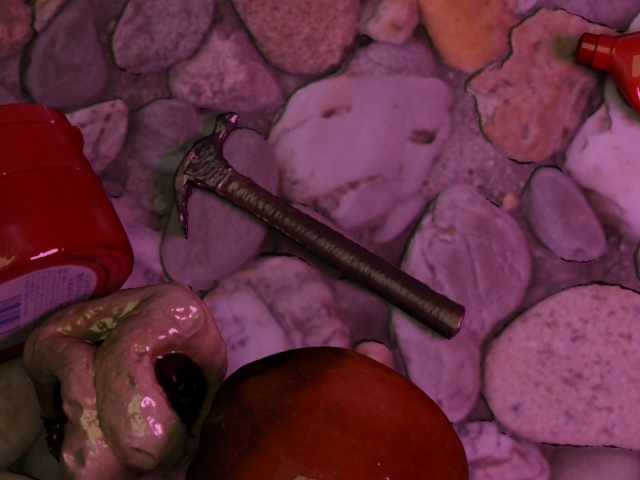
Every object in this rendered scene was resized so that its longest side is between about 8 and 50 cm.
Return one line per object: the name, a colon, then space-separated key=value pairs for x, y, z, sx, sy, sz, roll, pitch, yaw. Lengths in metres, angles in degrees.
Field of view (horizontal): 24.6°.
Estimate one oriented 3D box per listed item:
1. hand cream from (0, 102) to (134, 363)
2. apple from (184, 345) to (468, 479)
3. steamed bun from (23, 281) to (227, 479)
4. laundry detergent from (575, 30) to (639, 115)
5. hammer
hand cream: x=-0.280 y=0.003 z=1.231 sx=0.230 sy=0.230 sz=0.149 roll=-26 pitch=73 yaw=-2
apple: x=-0.003 y=0.194 z=1.155 sx=0.230 sy=0.230 sz=0.229 roll=-1 pitch=76 yaw=5
steamed bun: x=-0.161 y=0.137 z=1.202 sx=0.172 sy=0.140 sz=0.155 roll=-15 pitch=31 yaw=6
laundry detergent: x=0.308 y=-0.146 z=1.308 sx=0.165 sy=0.049 sz=0.097 roll=15 pitch=82 yaw=11
hammer: x=0.000 y=0.000 z=1.309 sx=0.297 sy=0.027 sz=0.125 roll=30 pitch=80 yaw=11
